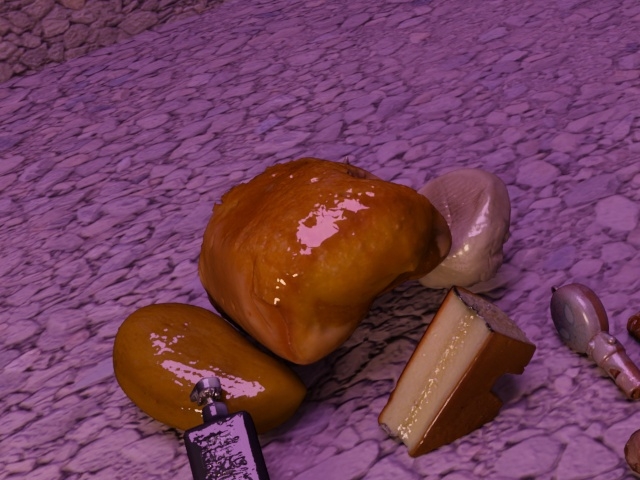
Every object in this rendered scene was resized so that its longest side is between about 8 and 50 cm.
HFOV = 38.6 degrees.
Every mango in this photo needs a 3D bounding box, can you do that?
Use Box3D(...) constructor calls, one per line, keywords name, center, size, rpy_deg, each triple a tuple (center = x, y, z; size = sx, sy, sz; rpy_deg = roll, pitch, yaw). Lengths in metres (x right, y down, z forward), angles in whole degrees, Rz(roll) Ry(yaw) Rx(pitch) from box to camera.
Box3D(name="mango", center=(-0.192, 0.208, 1.426), size=(0.332, 0.142, 0.195), rpy_deg=(28, 55, 33))

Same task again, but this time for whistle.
Box3D(name="whistle", center=(0.414, 0.144, 1.370), size=(0.057, 0.107, 0.220), rpy_deg=(-18, 48, -15))

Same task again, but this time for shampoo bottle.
Box3D(name="shampoo bottle", center=(-0.119, 0.321, 1.233), size=(0.098, 0.071, 0.309), rpy_deg=(-20, 55, -2))

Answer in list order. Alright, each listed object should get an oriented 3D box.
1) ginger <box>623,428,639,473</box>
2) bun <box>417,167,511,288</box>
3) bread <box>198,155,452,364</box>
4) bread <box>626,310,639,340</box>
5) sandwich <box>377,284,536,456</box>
Box3D(name="ginger", center=(0.496, 0.256, 1.201), size=(0.204, 0.080, 0.104), rpy_deg=(-22, 4, -14))
Box3D(name="bun", center=(0.242, -0.010, 1.562), size=(0.229, 0.145, 0.229), rpy_deg=(-34, 33, 26))
Box3D(name="bread", center=(0.000, 0.000, 1.436), size=(0.361, 0.250, 0.394), rpy_deg=(-37, 16, -14))
Box3D(name="bread", center=(0.551, 0.149, 1.335), size=(0.105, 0.076, 0.233), rpy_deg=(-34, 39, -29))
Box3D(name="sandwich", center=(0.195, 0.201, 1.339), size=(0.235, 0.128, 0.122), rpy_deg=(-58, 38, 11))
